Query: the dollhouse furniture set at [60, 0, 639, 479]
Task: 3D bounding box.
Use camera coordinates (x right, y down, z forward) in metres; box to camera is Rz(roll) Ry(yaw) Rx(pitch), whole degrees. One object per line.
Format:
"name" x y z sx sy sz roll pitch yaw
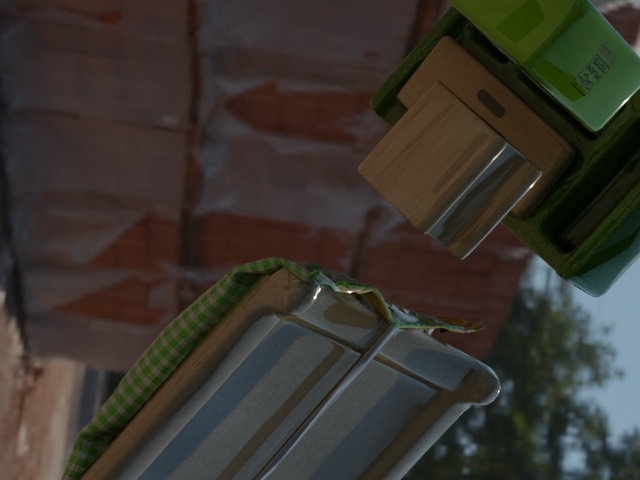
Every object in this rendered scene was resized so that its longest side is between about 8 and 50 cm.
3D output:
"dollhouse furniture set" 0.000 0.000 0.707 0.301 0.197 0.151 -48 -125 8
